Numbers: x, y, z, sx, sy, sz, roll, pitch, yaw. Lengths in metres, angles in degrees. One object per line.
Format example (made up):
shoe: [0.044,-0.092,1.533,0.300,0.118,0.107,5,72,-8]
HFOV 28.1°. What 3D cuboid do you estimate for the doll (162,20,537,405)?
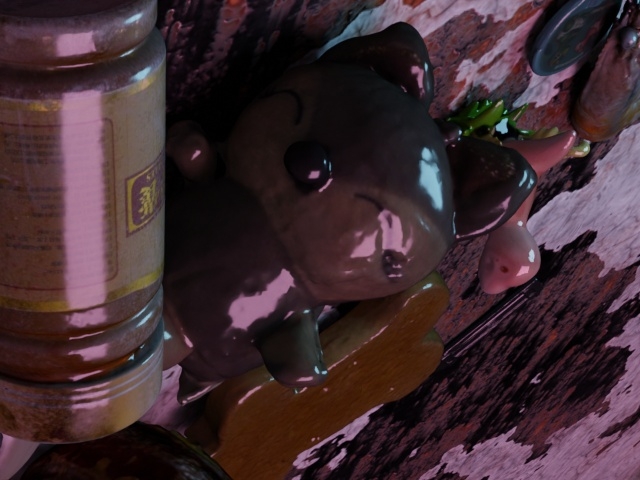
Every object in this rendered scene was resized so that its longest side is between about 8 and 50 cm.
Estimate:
doll: [-0.019,-0.030,1.197,0.382,0.252,0.378,-32,-174,-3]

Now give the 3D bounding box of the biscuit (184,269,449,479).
biscuit: [-0.004,0.180,1.668,0.394,0.076,0.368,-33,154,-15]

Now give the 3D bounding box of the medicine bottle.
medicine bottle: [-0.184,-0.028,0.895,0.151,0.151,0.322,-19,129,-33]

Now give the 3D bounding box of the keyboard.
keyboard: [0.256,0.128,1.965,0.204,0.013,0.061,-40,155,6]

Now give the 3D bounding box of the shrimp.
shrimp: [0.372,-0.208,1.495,0.164,0.062,0.317,-38,161,-8]

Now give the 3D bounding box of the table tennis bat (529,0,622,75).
table tennis bat: [0.279,-0.247,1.351,0.124,0.033,0.201,-30,158,-23]

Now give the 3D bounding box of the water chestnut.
water chestnut: [-0.197,0.353,1.457,0.302,0.350,0.350,-40,164,-47]

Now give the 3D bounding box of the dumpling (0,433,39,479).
dumpling: [-0.284,0.126,1.123,0.204,0.163,0.293,11,111,-51]

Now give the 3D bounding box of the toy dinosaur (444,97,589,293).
toy dinosaur: [0.202,-0.059,1.398,0.194,0.177,0.152,-44,154,10]
